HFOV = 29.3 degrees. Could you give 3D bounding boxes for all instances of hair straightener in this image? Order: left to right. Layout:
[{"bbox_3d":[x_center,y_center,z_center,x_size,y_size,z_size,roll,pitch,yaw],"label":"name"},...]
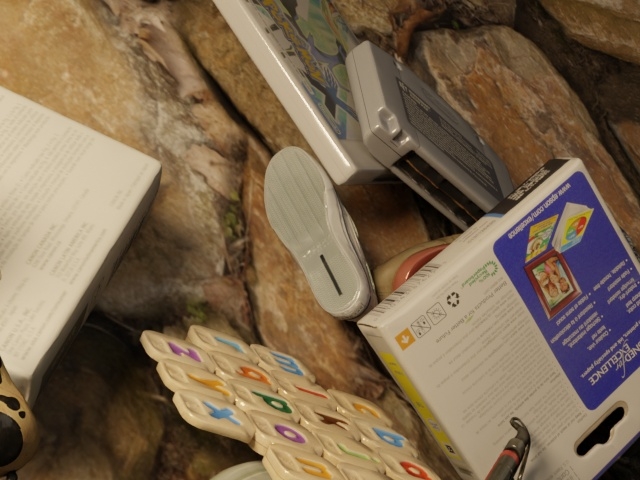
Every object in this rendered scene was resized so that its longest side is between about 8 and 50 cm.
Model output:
[{"bbox_3d":[0.158,0.279,1.245,0.047,0.089,0.230,20,57,19],"label":"hair straightener"}]

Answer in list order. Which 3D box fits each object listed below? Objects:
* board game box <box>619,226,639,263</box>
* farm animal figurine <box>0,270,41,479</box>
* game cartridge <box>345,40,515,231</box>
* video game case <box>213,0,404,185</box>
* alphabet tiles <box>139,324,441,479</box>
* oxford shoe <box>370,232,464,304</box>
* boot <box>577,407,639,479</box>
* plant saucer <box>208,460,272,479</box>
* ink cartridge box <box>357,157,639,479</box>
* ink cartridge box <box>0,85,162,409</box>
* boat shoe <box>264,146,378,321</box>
[{"bbox_3d":[0.389,0.046,1.703,0.194,0.060,0.194,5,54,-41],"label":"board game box"},{"bbox_3d":[-0.340,0.023,0.848,0.330,0.172,0.327,12,60,-10],"label":"farm animal figurine"},{"bbox_3d":[0.145,-0.116,1.539,0.297,0.062,0.198,37,24,-33],"label":"game cartridge"},{"bbox_3d":[0.008,-0.210,1.530,0.329,0.036,0.300,56,23,12],"label":"video game case"},{"bbox_3d":[-0.028,0.162,1.124,0.278,0.021,0.284,21,12,-30],"label":"alphabet tiles"},{"bbox_3d":[0.207,0.030,1.448,0.348,0.130,0.123,-3,96,-31],"label":"oxford shoe"},{"bbox_3d":[0.396,0.164,1.546,0.260,0.131,0.348,38,39,-11],"label":"boot"},{"bbox_3d":[0.035,0.354,0.972,0.400,0.100,0.400,43,31,-35],"label":"plant saucer"},{"bbox_3d":[0.238,0.119,1.345,0.303,0.072,0.307,-39,109,-19],"label":"ink cartridge box"},{"bbox_3d":[-0.369,-0.035,1.074,0.385,0.091,0.308,24,41,-1],"label":"ink cartridge box"},{"bbox_3d":[0.000,0.000,1.380,0.076,0.083,0.226,39,27,-57],"label":"boat shoe"}]
